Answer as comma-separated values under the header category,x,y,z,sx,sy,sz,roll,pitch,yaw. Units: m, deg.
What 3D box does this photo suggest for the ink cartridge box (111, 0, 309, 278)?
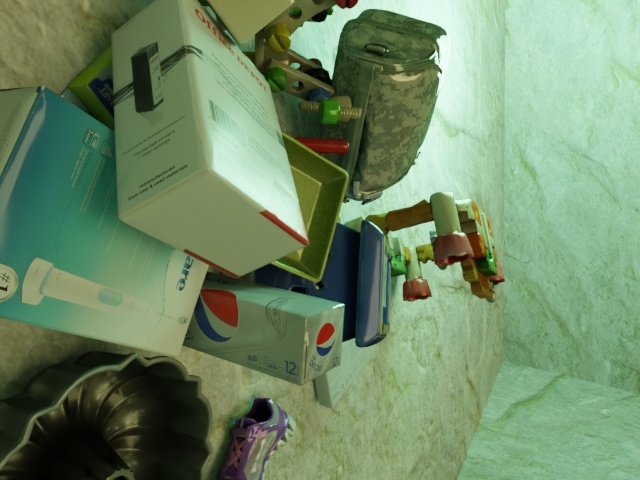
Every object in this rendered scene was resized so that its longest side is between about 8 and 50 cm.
category,x,y,z,sx,sy,sz,roll,pitch,yaw
ink cartridge box,-0.130,-0.121,0.609,0.197,0.114,0.273,39,32,-55

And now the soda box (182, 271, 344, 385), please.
category,x,y,z,sx,sy,sz,roll,pitch,yaw
soda box,-0.112,0.111,0.730,0.098,0.286,0.091,-8,105,-56

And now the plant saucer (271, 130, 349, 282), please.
category,x,y,z,sx,sy,sz,roll,pitch,yaw
plant saucer,-0.056,-0.053,0.779,0.188,0.045,0.188,26,73,-37

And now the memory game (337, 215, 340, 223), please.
category,x,y,z,sx,sy,sz,roll,pitch,yaw
memory game,0.000,0.000,1.150,0.186,0.012,0.186,-22,116,-55

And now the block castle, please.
category,x,y,z,sx,sy,sz,roll,pitch,yaw
block castle,0.283,0.060,1.321,0.453,0.302,0.213,23,55,-58

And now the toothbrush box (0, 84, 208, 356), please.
category,x,y,z,sx,sy,sz,roll,pitch,yaw
toothbrush box,-0.268,-0.003,0.601,0.295,0.126,0.217,35,67,-56

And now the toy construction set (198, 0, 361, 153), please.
category,x,y,z,sx,sy,sz,roll,pitch,yaw
toy construction set,-0.074,-0.291,0.802,0.237,0.257,0.309,-2,81,-15

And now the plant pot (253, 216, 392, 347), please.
category,x,y,z,sx,sy,sz,roll,pitch,yaw
plant pot,0.015,0.079,0.921,0.236,0.212,0.236,42,50,-73

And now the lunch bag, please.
category,x,y,z,sx,sy,sz,roll,pitch,yaw
lunch bag,0.104,-0.251,0.992,0.256,0.212,0.305,-54,161,-47

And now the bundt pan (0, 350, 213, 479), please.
category,x,y,z,sx,sy,sz,roll,pitch,yaw
bundt pan,-0.291,0.289,0.641,0.330,0.124,0.331,-21,115,-56

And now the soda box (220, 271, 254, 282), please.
category,x,y,z,sx,sy,sz,roll,pitch,yaw
soda box,-0.136,0.010,0.886,0.063,0.058,0.183,-30,123,-52

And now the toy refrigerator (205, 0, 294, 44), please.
category,x,y,z,sx,sy,sz,roll,pitch,yaw
toy refrigerator,-0.145,-0.375,0.612,0.094,0.102,0.270,-37,112,4

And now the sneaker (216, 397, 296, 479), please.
category,x,y,z,sx,sy,sz,roll,pitch,yaw
sneaker,-0.137,0.386,0.959,0.236,0.095,0.105,-52,132,-46

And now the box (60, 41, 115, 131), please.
category,x,y,z,sx,sy,sz,roll,pitch,yaw
box,-0.242,-0.201,0.676,0.178,0.042,0.109,-63,144,-29

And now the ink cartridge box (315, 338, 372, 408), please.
category,x,y,z,sx,sy,sz,roll,pitch,yaw
ink cartridge box,0.053,0.252,1.269,0.223,0.045,0.224,-36,126,-51
